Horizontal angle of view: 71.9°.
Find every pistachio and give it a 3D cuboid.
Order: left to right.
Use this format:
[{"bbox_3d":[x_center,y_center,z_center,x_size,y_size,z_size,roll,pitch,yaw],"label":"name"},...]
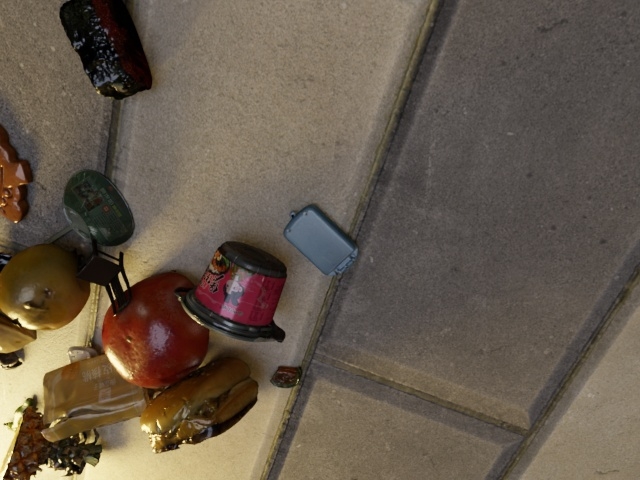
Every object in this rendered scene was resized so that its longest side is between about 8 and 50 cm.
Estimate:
[{"bbox_3d":[-0.953,0.259,1.317,0.153,0.137,0.237,-3,149,6],"label":"pistachio"}]

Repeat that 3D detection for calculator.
[{"bbox_3d":[0.000,0.000,1.134,0.210,0.039,0.121,43,109,-6],"label":"calculator"}]

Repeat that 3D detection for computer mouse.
[{"bbox_3d":[-0.745,0.418,1.416,0.102,0.044,0.198,-3,113,6],"label":"computer mouse"}]

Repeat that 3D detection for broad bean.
[{"bbox_3d":[-1.052,0.622,1.547,0.061,0.046,0.195,44,113,-10],"label":"broad bean"}]

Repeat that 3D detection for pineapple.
[{"bbox_3d":[-0.882,0.703,1.474,0.272,0.262,0.262,22,115,-29],"label":"pineapple"}]

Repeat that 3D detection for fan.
[{"bbox_3d":[-0.665,-0.087,1.235,0.295,0.012,0.223,1,110,9],"label":"fan"}]

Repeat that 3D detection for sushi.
[{"bbox_3d":[-0.487,-0.441,1.009,0.127,0.136,0.224,-16,102,6],"label":"sushi"}]

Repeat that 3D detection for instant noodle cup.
[{"bbox_3d":[-0.196,0.113,1.118,0.303,0.258,0.181,23,98,-11],"label":"instant noodle cup"}]

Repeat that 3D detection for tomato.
[{"bbox_3d":[-0.469,0.248,1.192,0.339,0.144,0.337,-1,88,24],"label":"tomato"}]

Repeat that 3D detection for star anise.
[{"bbox_3d":[-1.095,0.370,1.406,0.283,0.129,0.212,6,145,-3],"label":"star anise"}]

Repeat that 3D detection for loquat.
[{"bbox_3d":[-0.757,0.124,1.225,0.244,0.244,0.243,3,110,9],"label":"loquat"}]

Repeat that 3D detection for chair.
[{"bbox_3d":[-0.575,0.099,1.168,0.084,0.212,0.101,-46,133,9],"label":"chair"}]

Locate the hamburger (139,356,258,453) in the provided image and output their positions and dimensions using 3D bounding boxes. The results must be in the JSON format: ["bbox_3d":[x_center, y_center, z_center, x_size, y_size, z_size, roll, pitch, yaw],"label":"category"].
[{"bbox_3d":[-0.333,0.456,1.229,0.305,0.284,0.174,-31,89,18],"label":"hamburger"}]

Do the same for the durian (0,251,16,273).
[{"bbox_3d":[-0.933,0.114,1.328,0.186,0.119,0.108,46,149,4],"label":"durian"}]

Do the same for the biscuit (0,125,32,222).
[{"bbox_3d":[-0.955,-0.181,1.235,0.307,0.043,0.283,-2,109,11],"label":"biscuit"}]

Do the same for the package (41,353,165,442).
[{"bbox_3d":[-0.664,0.474,1.328,0.312,0.165,0.221,-16,112,3],"label":"package"}]

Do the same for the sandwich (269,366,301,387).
[{"bbox_3d":[-0.103,0.408,1.309,0.101,0.026,0.069,-3,110,12],"label":"sandwich"}]
